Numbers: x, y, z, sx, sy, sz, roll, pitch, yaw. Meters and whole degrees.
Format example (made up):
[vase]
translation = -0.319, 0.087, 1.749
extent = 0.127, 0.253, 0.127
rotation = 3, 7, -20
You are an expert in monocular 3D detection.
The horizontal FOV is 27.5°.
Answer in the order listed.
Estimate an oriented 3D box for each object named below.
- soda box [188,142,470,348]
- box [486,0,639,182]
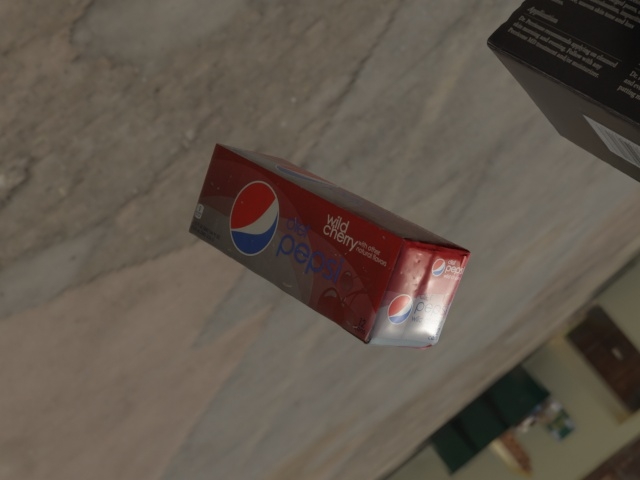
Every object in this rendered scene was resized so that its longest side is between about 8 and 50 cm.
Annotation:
[soda box]
translation = 0.000, 0.000, 1.113
extent = 0.083, 0.263, 0.092
rotation = 10, 103, -43
[box]
translation = 0.395, -0.195, 1.218
extent = 0.312, 0.343, 0.179
rotation = -49, 133, 0
